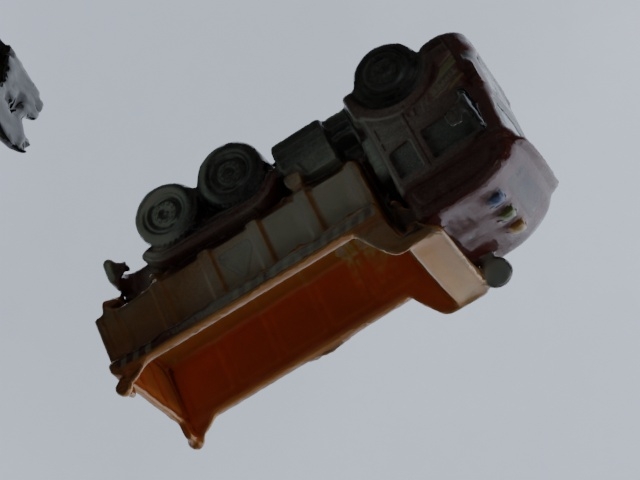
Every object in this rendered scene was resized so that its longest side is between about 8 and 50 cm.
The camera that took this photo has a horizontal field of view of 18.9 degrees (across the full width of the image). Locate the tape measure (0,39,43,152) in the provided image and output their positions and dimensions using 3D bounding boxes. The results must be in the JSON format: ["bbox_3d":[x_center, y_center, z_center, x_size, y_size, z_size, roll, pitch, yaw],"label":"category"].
[{"bbox_3d":[-0.323,-0.148,1.146,0.271,0.231,0.133,-8,-155,17],"label":"tape measure"}]

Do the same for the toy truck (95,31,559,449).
[{"bbox_3d":[0.000,0.000,1.119,0.270,0.114,0.135,-32,-124,8],"label":"toy truck"}]
